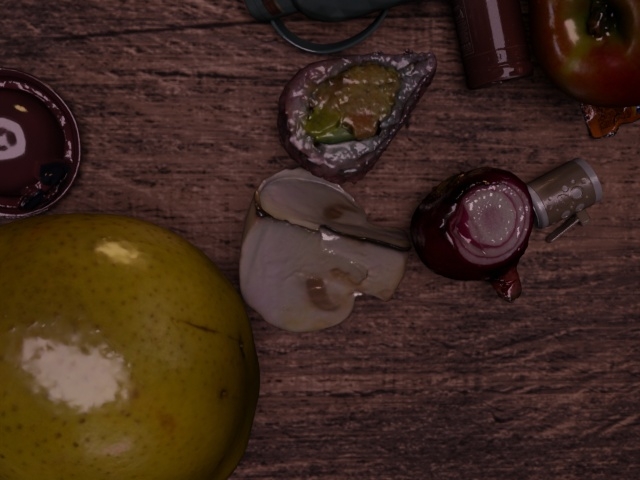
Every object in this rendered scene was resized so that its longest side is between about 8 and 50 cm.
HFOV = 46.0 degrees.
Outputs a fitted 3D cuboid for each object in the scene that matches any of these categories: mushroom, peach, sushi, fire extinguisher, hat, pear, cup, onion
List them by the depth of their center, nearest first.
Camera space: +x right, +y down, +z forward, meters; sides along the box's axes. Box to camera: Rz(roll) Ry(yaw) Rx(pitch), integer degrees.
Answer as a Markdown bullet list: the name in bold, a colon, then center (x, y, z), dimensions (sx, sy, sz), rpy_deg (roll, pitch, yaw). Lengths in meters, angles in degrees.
- **pear**: center (-0.253, 0.146, 0.909), dimensions (0.418, 0.362, 0.362), rpy_deg (38, 90, -37)
- **peach**: center (0.401, -0.312, 0.997), dimensions (0.245, 0.274, 0.249), rpy_deg (48, 128, 21)
- **hat**: center (-0.423, -0.130, 1.004), dimensions (0.205, 0.089, 0.206), rpy_deg (0, 95, -6)
- **sushi**: center (0.040, -0.192, 1.035), dimensions (0.161, 0.107, 0.241), rpy_deg (34, 79, 3)
- **fire extinguisher**: center (0.225, -0.351, 1.041), dimensions (0.104, 0.105, 0.269), rpy_deg (-12, 95, -4)
- **mushroom**: center (-0.014, 0.014, 1.045), dimensions (0.236, 0.162, 0.173), rpy_deg (15, 123, -20)
- **onion**: center (0.218, -0.004, 1.063), dimensions (0.173, 0.135, 0.198), rpy_deg (-30, 111, -5)
- **cup**: center (0.345, -0.059, 1.100), dimensions (0.099, 0.102, 0.074), rpy_deg (-26, 58, -2)

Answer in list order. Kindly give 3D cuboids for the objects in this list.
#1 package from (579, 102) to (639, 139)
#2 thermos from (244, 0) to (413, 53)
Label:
- **package**: center (0.441, -0.198, 1.108), dimensions (0.110, 0.033, 0.077), rpy_deg (-15, 105, 1)
- **thermos**: center (0.039, -0.352, 0.996), dimensions (0.286, 0.145, 0.182), rpy_deg (-13, 124, 20)
